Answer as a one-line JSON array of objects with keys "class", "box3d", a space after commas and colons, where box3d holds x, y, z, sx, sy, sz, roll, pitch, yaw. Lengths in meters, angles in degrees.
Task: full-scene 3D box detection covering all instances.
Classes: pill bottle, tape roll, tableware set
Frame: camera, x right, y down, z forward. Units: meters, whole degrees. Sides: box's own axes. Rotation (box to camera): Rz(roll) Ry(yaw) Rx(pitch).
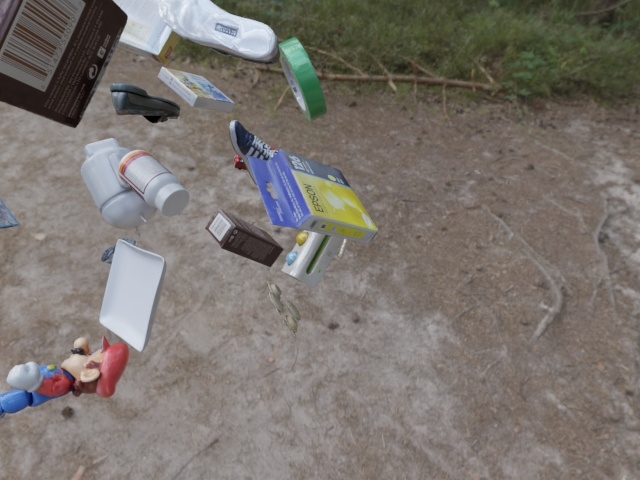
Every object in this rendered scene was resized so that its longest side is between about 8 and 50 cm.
[{"class": "pill bottle", "box3d": [-0.516, -0.177, 1.372, 0.221, 0.121, 0.121, 39, 56, 20]}, {"class": "tape roll", "box3d": [-0.076, -0.646, 1.789, 0.077, 0.321, 0.321, -25, 45, -2]}, {"class": "tableware set", "box3d": [-0.099, 0.182, 1.203, 0.020, 0.141, 0.169, -35, 13, 6]}]

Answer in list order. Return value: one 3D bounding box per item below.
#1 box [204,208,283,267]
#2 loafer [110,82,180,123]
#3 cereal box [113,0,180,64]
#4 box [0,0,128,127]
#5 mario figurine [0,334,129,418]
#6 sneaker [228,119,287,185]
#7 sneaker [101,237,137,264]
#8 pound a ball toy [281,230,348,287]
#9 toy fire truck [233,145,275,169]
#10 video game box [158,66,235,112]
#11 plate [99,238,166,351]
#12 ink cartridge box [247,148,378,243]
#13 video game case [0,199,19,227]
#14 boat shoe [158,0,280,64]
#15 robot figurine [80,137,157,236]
[{"class": "box", "box3d": [-0.389, -0.007, 2.291, 0.191, 0.381, 0.143, 41, 99, 39]}, {"class": "loafer", "box3d": [-0.498, -0.373, 1.262, 0.096, 0.084, 0.267, 3, 3, 16]}, {"class": "cereal box", "box3d": [-0.469, -0.571, 1.138, 0.240, 0.047, 0.173, 24, 79, 9]}, {"class": "box", "box3d": [-0.371, -0.259, 0.494, 0.203, 0.169, 0.167, 28, 4, 1]}, {"class": "mario figurine", "box3d": [-0.600, 0.290, 0.989, 0.320, 0.170, 0.198, -15, 27, -32]}, {"class": "sneaker", "box3d": [-0.209, -0.321, 1.586, 0.153, 0.282, 0.099, -7, 48, 18]}, {"class": "sneaker", "box3d": [-0.888, 0.053, 1.985, 0.211, 0.081, 0.080, -21, 50, 27]}, {"class": "pound a ball toy", "box3d": [0.000, 0.000, 1.556, 0.319, 0.135, 0.208, -61, 24, -7]}, {"class": "toy fire truck", "box3d": [-0.278, -0.352, 1.874, 0.191, 0.047, 0.135, 5, 51, -27]}, {"class": "video game box", "box3d": [-0.431, -0.527, 1.555, 0.187, 0.048, 0.205, 39, 24, 15]}, {"class": "plate", "box3d": [-0.562, 0.157, 1.338, 0.277, 0.278, 0.045, 15, 3, 38]}, {"class": "ink cartridge box", "box3d": [-0.026, -0.134, 1.226, 0.307, 0.072, 0.304, 14, 36, -36]}, {"class": "video game case", "box3d": [-1.141, -0.097, 1.554, 0.015, 0.119, 0.166, -33, 11, -6]}, {"class": "boat shoe", "box3d": [-0.236, -0.501, 1.057, 0.301, 0.108, 0.102, 20, 4, 4]}, {"class": "robot figurine", "box3d": [-0.720, -0.189, 1.593, 0.199, 0.300, 0.354, -27, 81, -26]}]
